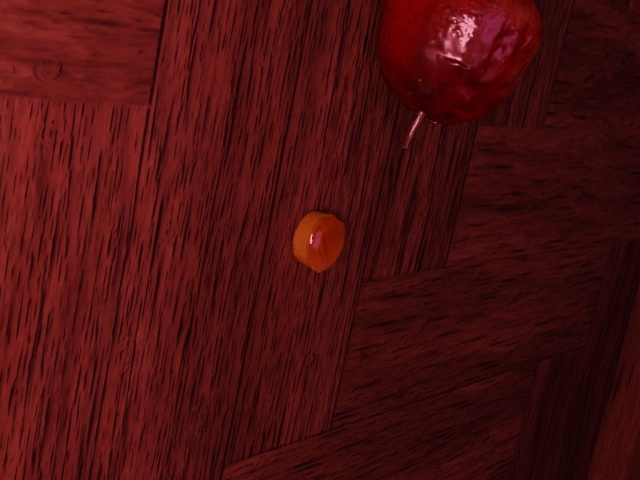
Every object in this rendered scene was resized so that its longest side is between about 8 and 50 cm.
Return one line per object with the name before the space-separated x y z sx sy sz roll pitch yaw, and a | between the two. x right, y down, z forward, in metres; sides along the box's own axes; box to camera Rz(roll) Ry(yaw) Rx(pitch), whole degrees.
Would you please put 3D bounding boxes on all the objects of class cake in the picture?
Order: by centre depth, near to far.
cake | 0.000 0.000 1.488 0.084 0.044 0.084 -29 130 -42

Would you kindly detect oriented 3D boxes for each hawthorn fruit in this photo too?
hawthorn fruit | 0.170 -0.248 1.472 0.266 0.210 0.230 -60 160 9
